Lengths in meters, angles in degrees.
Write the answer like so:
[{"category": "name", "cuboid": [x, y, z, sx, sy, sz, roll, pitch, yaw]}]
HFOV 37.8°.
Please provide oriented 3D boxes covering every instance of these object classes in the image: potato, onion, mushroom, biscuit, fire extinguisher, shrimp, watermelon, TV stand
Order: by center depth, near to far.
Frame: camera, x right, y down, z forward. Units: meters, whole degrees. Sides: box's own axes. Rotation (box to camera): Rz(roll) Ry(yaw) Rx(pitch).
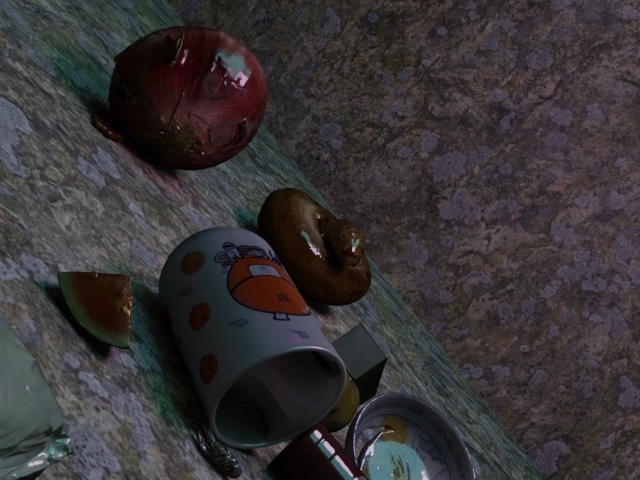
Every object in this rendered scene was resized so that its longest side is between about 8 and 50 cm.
[{"category": "watermelon", "cuboid": [-0.294, 0.076, 1.265, 0.135, 0.094, 0.125, 39, 22, -26]}, {"category": "shrimp", "cuboid": [-0.145, 0.292, 1.294, 0.092, 0.029, 0.038, 47, 17, 19]}, {"category": "fire extinguisher", "cuboid": [0.083, 0.430, 1.435, 0.344, 0.138, 0.102, 49, 13, 4]}, {"category": "potato", "cuboid": [-0.006, 0.260, 1.644, 0.200, 0.137, 0.154, 64, 25, -59]}, {"category": "TV stand", "cuboid": [0.063, 0.256, 1.832, 0.088, 0.083, 0.269, 53, -17, 19]}, {"category": "biscuit", "cuboid": [-0.451, -0.242, 1.954, 0.082, 0.016, 0.092, 33, 16, -47]}, {"category": "onion", "cuboid": [-0.287, -0.314, 2.039, 0.353, 0.353, 0.353, 47, 11, -12]}, {"category": "mushroom", "cuboid": [-0.020, 0.014, 2.356, 0.345, 0.239, 0.345, 156, -90, -86]}]

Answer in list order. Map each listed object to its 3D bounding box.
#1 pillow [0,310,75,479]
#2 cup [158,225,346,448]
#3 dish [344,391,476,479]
[{"category": "pillow", "cuboid": [-0.358, 0.102, 0.776, 0.283, 0.138, 0.310, 51, 13, 11]}, {"category": "cup", "cuboid": [-0.123, 0.134, 1.452, 0.212, 0.212, 0.317, 38, 13, -47]}, {"category": "dish", "cuboid": [0.135, 0.425, 1.687, 0.273, 0.134, 0.273, 22, 47, -26]}]
